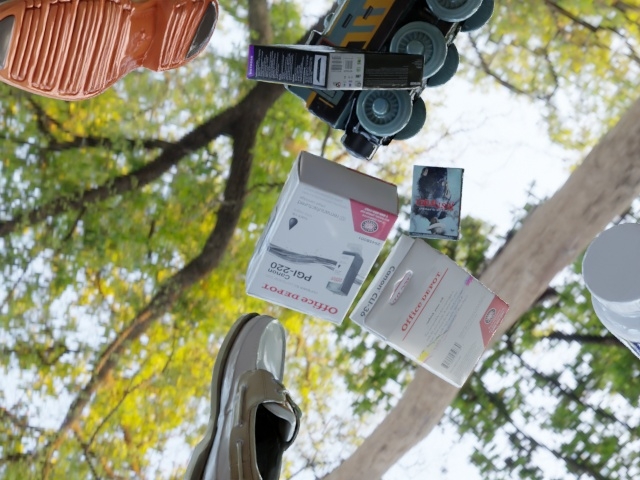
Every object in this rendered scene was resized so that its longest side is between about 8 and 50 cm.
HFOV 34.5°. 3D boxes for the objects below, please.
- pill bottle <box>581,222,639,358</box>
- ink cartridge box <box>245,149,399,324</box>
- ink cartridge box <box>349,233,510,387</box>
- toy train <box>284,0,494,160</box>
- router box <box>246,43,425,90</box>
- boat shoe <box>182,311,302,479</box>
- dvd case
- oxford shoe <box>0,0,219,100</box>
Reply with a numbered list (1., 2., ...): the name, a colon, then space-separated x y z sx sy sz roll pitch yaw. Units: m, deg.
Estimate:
1. pill bottle: 0.336 0.058 1.028 0.186 0.112 0.112 36 -145 -44
2. ink cartridge box: 0.000 0.000 1.509 0.158 0.218 0.092 19 -146 -12
3. ink cartridge box: 0.114 0.073 1.149 0.067 0.115 0.198 29 175 47
4. toy train: 0.096 -0.279 1.401 0.190 0.334 0.142 34 -167 13
5. router box: 0.020 -0.210 1.246 0.133 0.046 0.179 16 -163 41
6. boat shoe: -0.075 0.215 1.239 0.103 0.113 0.302 -11 -134 26
7. dvd case: 0.190 -0.063 1.694 0.087 0.120 0.013 7 -172 25
8. oxford shoe: -0.269 -0.248 1.162 0.132 0.130 0.363 33 -155 18
